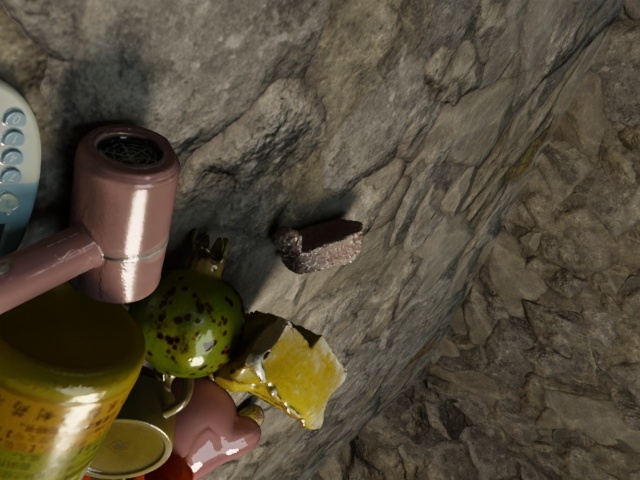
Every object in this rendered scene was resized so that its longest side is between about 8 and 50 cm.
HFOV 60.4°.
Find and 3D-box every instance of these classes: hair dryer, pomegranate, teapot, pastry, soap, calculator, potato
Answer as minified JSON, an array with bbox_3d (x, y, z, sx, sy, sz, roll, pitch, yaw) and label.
[{"bbox_3d":[-0.311,0.013,0.625,0.352,0.125,0.210,-40,158,-52],"label":"hair dryer"},{"bbox_3d":[-0.227,0.109,0.932,0.198,0.246,0.198,-10,166,-3],"label":"pomegranate"},{"bbox_3d":[-0.339,0.291,0.974,0.268,0.175,0.185,-26,131,9],"label":"teapot"},{"bbox_3d":[-0.005,0.013,1.204,0.265,0.103,0.112,-5,113,-48],"label":"pastry"},{"bbox_3d":[-0.158,0.204,1.063,0.169,0.339,0.304,-58,142,-23],"label":"soap"},{"bbox_3d":[-0.401,-0.038,0.579,0.188,0.042,0.302,-5,130,-57],"label":"calculator"},{"bbox_3d":[-0.230,0.543,1.589,0.170,0.080,0.107,-55,146,4],"label":"potato"}]

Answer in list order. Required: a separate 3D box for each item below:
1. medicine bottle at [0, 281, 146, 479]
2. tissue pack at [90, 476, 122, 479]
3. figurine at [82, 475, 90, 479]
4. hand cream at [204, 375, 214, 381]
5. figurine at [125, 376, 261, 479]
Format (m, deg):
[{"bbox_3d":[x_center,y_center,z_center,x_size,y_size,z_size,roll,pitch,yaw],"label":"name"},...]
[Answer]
[{"bbox_3d":[-0.414,0.255,0.745,0.224,0.224,0.384,1,126,-58],"label":"medicine bottle"},{"bbox_3d":[-0.506,0.589,0.968,0.207,0.297,0.380,-57,155,18],"label":"tissue pack"},{"bbox_3d":[-0.460,0.400,0.964,0.075,0.140,0.068,-32,153,-32],"label":"figurine"},{"bbox_3d":[-0.258,0.328,1.302,0.235,0.055,0.086,-55,157,-7],"label":"hand cream"},{"bbox_3d":[-0.289,0.394,1.132,0.261,0.211,0.270,-33,-171,-35],"label":"figurine"}]
